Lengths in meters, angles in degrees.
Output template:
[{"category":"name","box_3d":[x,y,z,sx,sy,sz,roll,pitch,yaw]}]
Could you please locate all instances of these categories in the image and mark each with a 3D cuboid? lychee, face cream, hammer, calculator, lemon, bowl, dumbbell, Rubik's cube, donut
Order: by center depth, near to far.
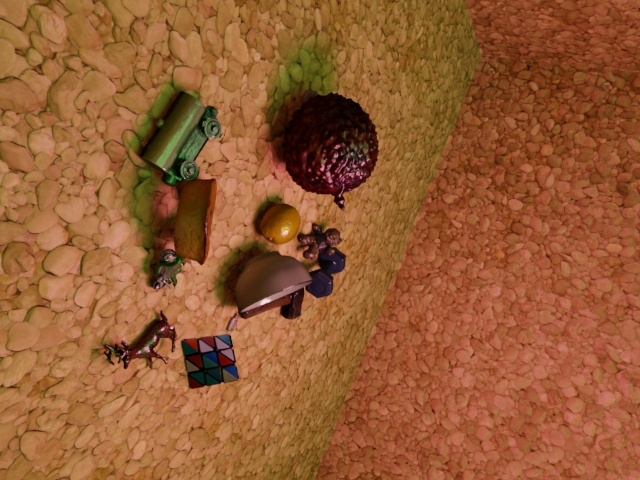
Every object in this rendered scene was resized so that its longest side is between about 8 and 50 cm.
[{"category":"donut","box_3d":[-0.424,-0.070,1.553,0.303,0.110,0.304,-172,-90,-80]},{"category":"Rubik's cube","box_3d":[-0.438,0.556,1.906,0.284,0.234,0.250,20,92,-60]},{"category":"lychee","box_3d":[0.044,-0.368,1.916,0.424,0.423,0.501,17,66,-59]},{"category":"bowl","box_3d":[-0.226,0.163,1.981,0.353,0.353,0.185,-11,74,-55]},{"category":"lemon","box_3d":[-0.174,-0.073,2.007,0.207,0.169,0.170,-54,147,-37]},{"category":"calculator","box_3d":[-0.030,-0.608,2.039,0.165,0.024,0.103,27,84,-57]},{"category":"face cream","box_3d":[-0.395,0.371,2.065,0.040,0.021,0.084,33,79,-59]},{"category":"hammer","box_3d":[-0.230,0.309,2.226,0.408,0.095,0.243,-14,120,-51]},{"category":"dumbbell","box_3d":[0.031,0.165,2.413,0.144,0.156,0.316,-53,-178,33]}]

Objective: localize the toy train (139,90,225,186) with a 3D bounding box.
[{"category":"toy train","box_3d":[-0.439,-0.327,1.465,0.308,0.126,0.189,-62,148,-11]}]

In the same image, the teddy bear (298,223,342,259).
[{"category":"teddy bear","box_3d":[-0.010,0.006,2.348,0.251,0.129,0.182,-19,85,-28]}]

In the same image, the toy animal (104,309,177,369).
[{"category":"toy animal","box_3d":[-0.638,0.374,1.651,0.260,0.087,0.244,68,38,-47]}]

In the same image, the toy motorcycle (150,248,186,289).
[{"category":"toy motorcycle","box_3d":[-0.532,0.098,1.603,0.106,0.074,0.190,-5,135,-43]}]
